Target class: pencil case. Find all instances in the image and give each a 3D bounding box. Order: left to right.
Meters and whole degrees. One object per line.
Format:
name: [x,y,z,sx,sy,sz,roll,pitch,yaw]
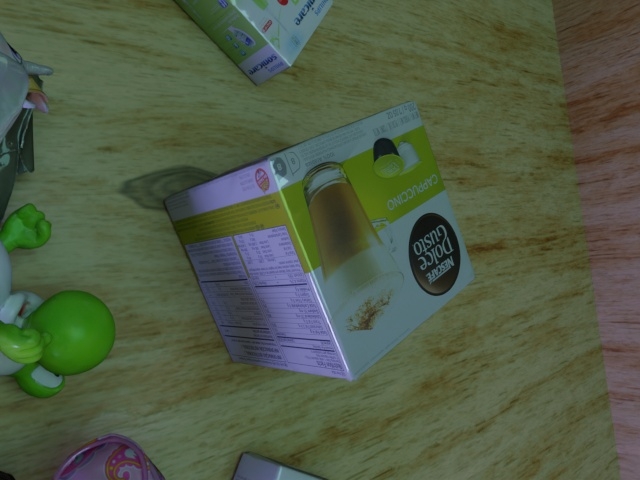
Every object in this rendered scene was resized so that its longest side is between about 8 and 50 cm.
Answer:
pencil case: [-0.257,0.367,0.714,0.124,0.124,0.284,-44,153,-35]

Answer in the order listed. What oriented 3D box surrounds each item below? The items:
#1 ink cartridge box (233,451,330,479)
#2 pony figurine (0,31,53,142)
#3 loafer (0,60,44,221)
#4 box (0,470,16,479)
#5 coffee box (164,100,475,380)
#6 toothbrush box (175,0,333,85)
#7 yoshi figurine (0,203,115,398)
ink cartridge box: [-0.072,0.558,0.926,0.223,0.129,0.308,34,64,-31]
pony figurine: [-0.388,-0.205,0.459,0.351,0.302,0.364,-76,164,-46]
loafer: [-0.450,-0.132,0.752,0.087,0.094,0.251,36,70,-57]
box: [-0.449,0.343,0.599,0.168,0.203,0.167,37,62,-29]
coffee box: [0.000,0.000,0.929,0.337,0.338,0.335,-29,103,-38]
toothbrush box: [-0.141,-0.481,1.024,0.283,0.122,0.206,44,59,-28]
yoshi figurine: [-0.382,0.055,0.661,0.204,0.202,0.362,-51,138,-33]
